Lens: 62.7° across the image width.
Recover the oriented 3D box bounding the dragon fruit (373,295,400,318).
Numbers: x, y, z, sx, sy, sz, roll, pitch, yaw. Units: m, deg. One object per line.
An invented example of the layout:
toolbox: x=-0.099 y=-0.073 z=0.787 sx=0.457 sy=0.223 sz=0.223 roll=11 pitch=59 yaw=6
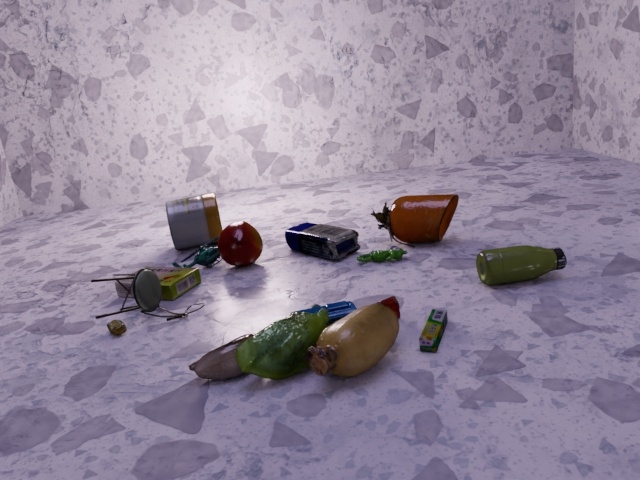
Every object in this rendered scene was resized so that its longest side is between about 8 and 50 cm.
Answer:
dragon fruit: x=0.162 y=0.212 z=1.483 sx=0.131 sy=0.063 sz=0.097 roll=-9 pitch=-27 yaw=-44

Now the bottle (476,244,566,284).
bottle: x=0.628 y=0.071 z=1.639 sx=0.260 sy=0.112 sz=0.112 roll=-7 pitch=17 yaw=-2

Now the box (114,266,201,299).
box: x=-0.603 y=0.155 z=1.958 sx=0.260 sy=0.062 sz=0.175 roll=-1 pitch=18 yaw=24

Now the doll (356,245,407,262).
doll: x=0.229 y=0.057 z=1.962 sx=0.190 sy=0.050 sz=0.115 roll=-8 pitch=10 yaw=2

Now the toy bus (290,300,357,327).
toy bus: x=0.018 y=0.225 z=1.397 sx=0.185 sy=0.106 sz=0.090 roll=-10 pitch=15 yaw=-10

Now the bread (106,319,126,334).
bread: x=-0.635 y=0.272 z=1.636 sx=0.049 sy=0.033 sz=0.088 roll=-13 pitch=14 yaw=-33

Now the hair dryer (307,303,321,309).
hair dryer: x=0.025 y=0.223 z=1.516 sx=0.150 sy=0.047 sz=0.071 roll=7 pitch=20 yaw=23

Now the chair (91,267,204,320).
chair: x=-0.562 y=0.174 z=1.717 sx=0.326 sy=0.170 sz=0.160 roll=-7 pitch=3 yaw=16

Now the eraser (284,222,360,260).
eraser: x=0.000 y=0.000 z=2.158 sx=0.155 sy=0.101 sz=0.332 roll=-22 pitch=21 yaw=-37

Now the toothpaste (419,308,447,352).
toothpaste: x=0.296 y=0.233 z=1.372 sx=0.043 sy=0.037 sz=0.178 roll=-1 pitch=18 yaw=24

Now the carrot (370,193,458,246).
carrot: x=0.379 y=-0.081 z=2.114 sx=0.331 sy=0.214 sz=0.193 roll=3 pitch=2 yaw=23

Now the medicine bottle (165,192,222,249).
medicine bottle: x=-0.584 y=-0.089 z=2.450 sx=0.232 sy=0.238 sz=0.238 roll=-11 pitch=17 yaw=-12

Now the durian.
durian: x=-0.080 y=0.258 z=1.273 sx=0.250 sy=0.139 sz=0.101 roll=-15 pitch=24 yaw=-23

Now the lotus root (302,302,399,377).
lotus root: x=0.089 y=0.244 z=1.264 sx=0.146 sy=0.131 sz=0.303 roll=-22 pitch=2 yaw=45

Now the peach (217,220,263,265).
peach: x=-0.322 y=0.016 z=2.094 sx=0.197 sy=0.197 sz=0.197 roll=-7 pitch=17 yaw=2

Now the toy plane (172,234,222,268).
toy plane: x=-0.483 y=0.073 z=2.132 sx=0.235 sy=0.096 sz=0.060 roll=-36 pitch=25 yaw=-24

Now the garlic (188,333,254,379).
garlic: x=-0.221 y=0.294 z=1.316 sx=0.196 sy=0.087 sz=0.101 roll=-24 pitch=10 yaw=-36
